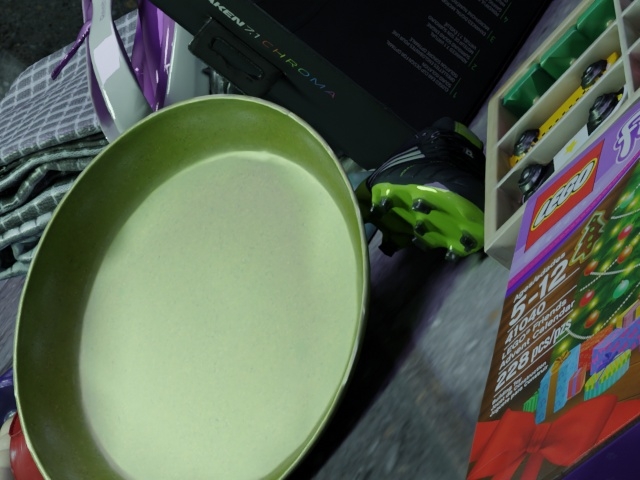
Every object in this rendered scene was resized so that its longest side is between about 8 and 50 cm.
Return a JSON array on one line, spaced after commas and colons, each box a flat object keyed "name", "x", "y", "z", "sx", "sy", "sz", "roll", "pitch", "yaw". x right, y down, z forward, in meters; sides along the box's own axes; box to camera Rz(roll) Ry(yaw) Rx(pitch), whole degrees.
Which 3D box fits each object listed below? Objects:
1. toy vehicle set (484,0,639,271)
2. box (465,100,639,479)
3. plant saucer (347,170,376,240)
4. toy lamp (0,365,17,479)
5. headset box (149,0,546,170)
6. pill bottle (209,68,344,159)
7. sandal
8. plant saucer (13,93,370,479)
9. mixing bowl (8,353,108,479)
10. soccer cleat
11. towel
[{"name": "toy vehicle set", "x": 0.172, "y": -0.111, "z": 0.807, "sx": 0.267, "sy": 0.035, "sz": 0.166, "roll": -47, "pitch": 14, "yaw": 23}, {"name": "box", "x": 0.165, "y": -0.026, "z": 0.566, "sx": 0.293, "sy": 0.057, "sz": 0.201, "roll": -44, "pitch": 15, "yaw": 34}, {"name": "plant saucer", "x": 0.000, "y": 0.000, "z": 1.139, "sx": 0.119, "sy": 0.021, "sz": 0.119, "roll": -49, "pitch": 13, "yaw": 16}, {"name": "toy lamp", "x": -0.231, "y": 0.172, "z": 1.366, "sx": 0.080, "sy": 0.080, "sz": 0.274, "roll": -48, "pitch": 17, "yaw": 20}, {"name": "headset box", "x": 0.025, "y": -0.211, "z": 1.117, "sx": 0.283, "sy": 0.246, "sz": 0.131, "roll": -57, "pitch": 14, "yaw": -13}, {"name": "pill bottle", "x": -0.014, "y": -0.127, "z": 1.294, "sx": 0.123, "sy": 0.123, "sz": 0.219, "roll": -49, "pitch": 14, "yaw": 17}, {"name": "sandal", "x": -0.144, "y": -0.110, "z": 1.360, "sx": 0.169, "sy": 0.102, "sz": 0.416, "roll": 160, "pitch": 114, "yaw": -71}, {"name": "plant saucer", "x": -0.064, "y": 0.042, "z": 0.986, "sx": 0.241, "sy": 0.037, "sz": 0.241, "roll": -14, "pitch": 66, "yaw": 34}, {"name": "mixing bowl", "x": -0.120, "y": 0.108, "z": 1.105, "sx": 0.181, "sy": 0.098, "sz": 0.181, "roll": -48, "pitch": 15, "yaw": 17}, {"name": "soccer cleat", "x": 0.059, "y": -0.031, "z": 0.941, "sx": 0.072, "sy": 0.060, "sz": 0.179, "roll": -53, "pitch": 10, "yaw": -7}, {"name": "towel", "x": -0.168, "y": -0.106, "z": 1.589, "sx": 0.284, "sy": 0.121, "sz": 0.235, "roll": -25, "pitch": 22, "yaw": 17}]
